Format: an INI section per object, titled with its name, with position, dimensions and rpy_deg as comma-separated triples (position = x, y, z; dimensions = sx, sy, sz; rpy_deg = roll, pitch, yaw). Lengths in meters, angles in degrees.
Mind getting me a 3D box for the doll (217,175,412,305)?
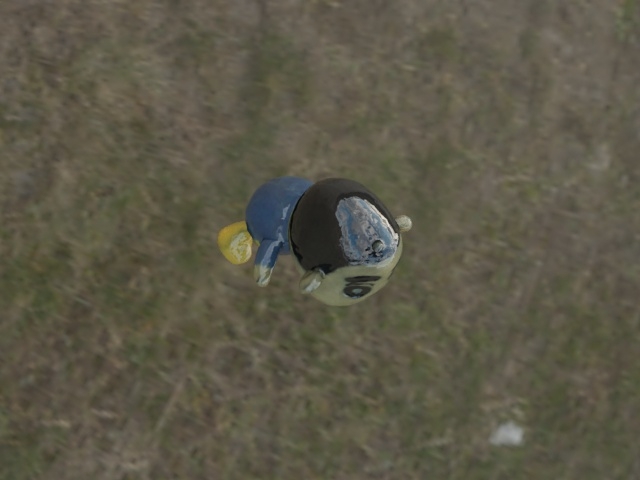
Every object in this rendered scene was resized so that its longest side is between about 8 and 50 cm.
[doll]
position = 0.000, 0.000, 1.149
dimensions = 0.102, 0.179, 0.089
rpy_deg = -35, 106, -20
